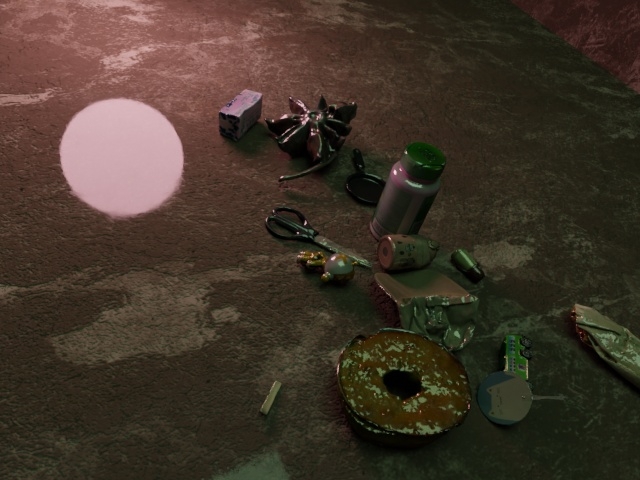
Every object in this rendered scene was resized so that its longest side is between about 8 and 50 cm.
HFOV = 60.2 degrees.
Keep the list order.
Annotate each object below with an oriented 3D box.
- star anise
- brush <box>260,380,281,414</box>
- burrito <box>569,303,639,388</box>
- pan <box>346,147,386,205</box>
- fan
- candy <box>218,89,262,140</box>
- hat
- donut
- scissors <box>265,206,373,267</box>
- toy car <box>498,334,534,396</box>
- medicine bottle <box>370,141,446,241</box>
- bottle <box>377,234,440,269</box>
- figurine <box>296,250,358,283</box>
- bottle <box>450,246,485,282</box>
[{"bbox_3d":[-0.034,-0.318,1.666,0.359,0.139,0.316,-27,50,-19],"label":"star anise"},{"bbox_3d":[-0.097,0.309,1.083,0.016,0.013,0.083,27,37,2],"label":"brush"},{"bbox_3d":[0.769,0.299,1.330,0.392,0.076,0.117,41,49,22],"label":"burrito"},{"bbox_3d":[0.131,-0.188,1.643,0.136,0.028,0.235,2,49,-17],"label":"pan"},{"bbox_3d":[0.417,0.329,1.155,0.175,0.005,0.113,-8,61,28],"label":"fan"},{"bbox_3d":[-0.241,-0.381,1.670,0.073,0.092,0.160,22,45,12],"label":"candy"},{"bbox_3d":[0.239,0.164,1.305,0.214,0.149,0.245,-2,10,-20],"label":"hat"},{"bbox_3d":[0.156,0.304,1.112,0.272,0.107,0.272,7,41,-6],"label":"donut"},{"bbox_3d":[0.000,0.000,1.418,0.300,0.022,0.109,27,48,8],"label":"scissors"},{"bbox_3d":[0.436,0.290,1.238,0.063,0.071,0.165,11,45,8],"label":"toy car"},{"bbox_3d":[0.226,-0.116,1.425,0.133,0.274,0.133,9,45,-9],"label":"medicine bottle"},{"bbox_3d":[0.229,0.030,1.413,0.152,0.099,0.099,-3,47,-24],"label":"bottle"},{"bbox_3d":[0.018,0.056,1.341,0.143,0.068,0.101,28,34,34],"label":"figurine"},{"bbox_3d":[0.392,0.068,1.464,0.063,0.047,0.101,-33,64,-8],"label":"bottle"}]
